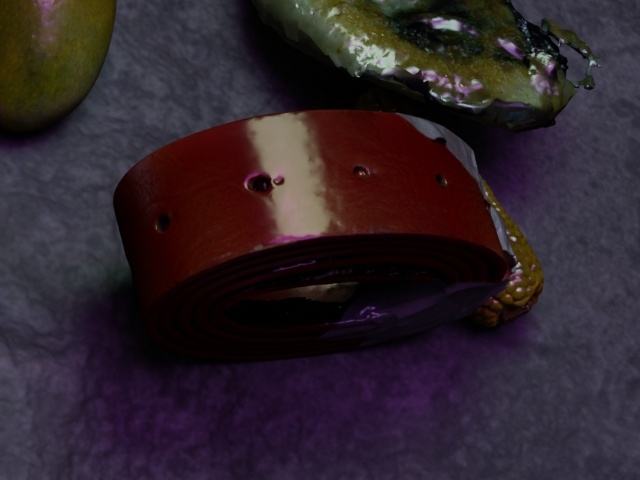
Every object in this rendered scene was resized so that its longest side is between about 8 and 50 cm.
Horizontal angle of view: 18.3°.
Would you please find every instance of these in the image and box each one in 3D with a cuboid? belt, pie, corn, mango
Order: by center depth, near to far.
[{"bbox_3d":[0.000,0.000,1.512,0.324,0.227,0.115,3,63,-37],"label":"belt"},{"bbox_3d":[-0.239,-0.233,1.605,0.146,0.129,0.289,-15,77,-32],"label":"mango"},{"bbox_3d":[0.107,-0.032,1.669,0.080,0.080,0.231,-21,70,-32],"label":"corn"},{"bbox_3d":[0.075,-0.235,1.734,0.296,0.078,0.371,1,48,-22],"label":"pie"}]
